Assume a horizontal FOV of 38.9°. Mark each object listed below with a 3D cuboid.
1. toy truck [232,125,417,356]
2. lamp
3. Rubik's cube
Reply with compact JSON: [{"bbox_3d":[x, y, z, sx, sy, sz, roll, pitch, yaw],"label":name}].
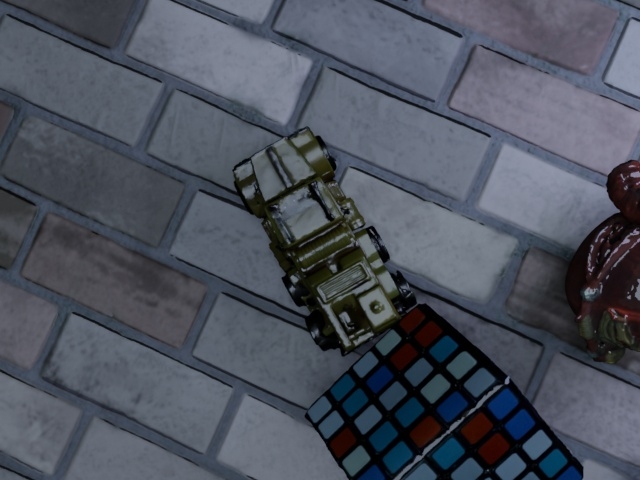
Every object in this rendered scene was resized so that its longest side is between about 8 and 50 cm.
[{"bbox_3d":[-0.001,-0.001,1.029,0.127,0.127,0.257,-29,81,2],"label":"toy truck"},{"bbox_3d":[0.367,0.030,0.988,0.151,0.215,0.223,47,125,36],"label":"lamp"},{"bbox_3d":[0.126,0.209,0.945,0.187,0.182,0.184,-45,119,0],"label":"Rubik's cube"}]
